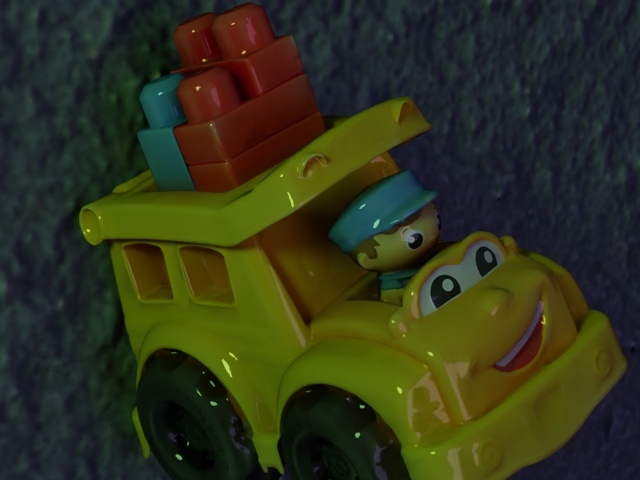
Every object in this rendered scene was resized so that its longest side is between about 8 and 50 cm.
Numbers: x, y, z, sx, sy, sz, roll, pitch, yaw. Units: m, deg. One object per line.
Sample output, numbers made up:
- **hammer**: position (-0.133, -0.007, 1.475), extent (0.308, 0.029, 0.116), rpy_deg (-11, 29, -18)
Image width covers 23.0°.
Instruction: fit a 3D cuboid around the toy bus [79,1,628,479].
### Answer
- **toy bus**: position (0.000, 0.000, 0.692), extent (0.149, 0.220, 0.211), rpy_deg (-30, 111, -37)
